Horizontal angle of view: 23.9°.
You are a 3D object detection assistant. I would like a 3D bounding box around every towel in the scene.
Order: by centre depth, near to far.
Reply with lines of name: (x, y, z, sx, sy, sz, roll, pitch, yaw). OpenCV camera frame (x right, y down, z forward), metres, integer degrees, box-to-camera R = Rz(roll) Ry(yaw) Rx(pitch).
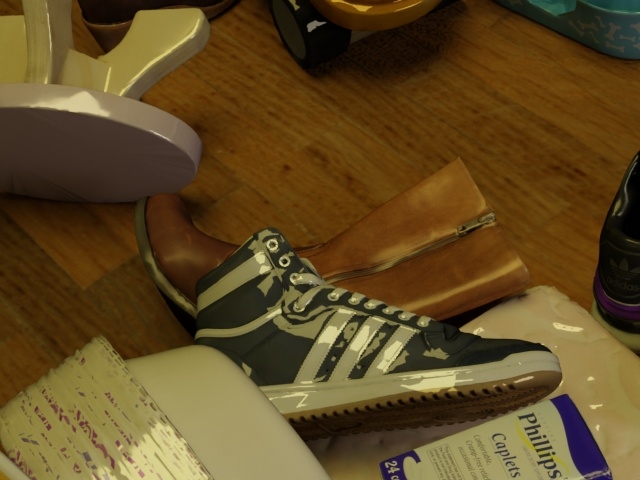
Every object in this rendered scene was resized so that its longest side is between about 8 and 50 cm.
towel: (0.149, 0.200, 1.104, 0.317, 0.053, 0.332, -31, 46, -16)

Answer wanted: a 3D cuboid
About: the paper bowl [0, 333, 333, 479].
paper bowl: (-0.071, 0.183, 0.979, 0.148, 0.284, 0.284, -38, 48, -11)

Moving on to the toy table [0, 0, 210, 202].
toy table: (-0.234, -0.144, 1.434, 0.274, 0.252, 0.160, 7, 64, 6)

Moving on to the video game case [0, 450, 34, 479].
video game case: (-0.161, 0.260, 0.800, 0.227, 0.026, 0.206, 40, 80, 4)

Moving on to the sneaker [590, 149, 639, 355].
sneaker: (0.315, -0.050, 1.246, 0.102, 0.146, 0.293, 18, 53, 29)

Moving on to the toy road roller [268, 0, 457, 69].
toy road roller: (0.016, -0.359, 1.514, 0.203, 0.240, 0.329, -26, 74, -12)

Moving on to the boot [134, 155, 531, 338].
boot: (0.000, 0.000, 1.274, 0.280, 0.096, 0.264, -31, 46, -1)

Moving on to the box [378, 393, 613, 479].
box: (0.121, 0.187, 0.995, 0.137, 0.126, 0.072, -20, 42, -5)

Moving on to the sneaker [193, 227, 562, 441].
sneaker: (0.033, 0.063, 1.134, 0.282, 0.099, 0.153, -9, 69, 11)

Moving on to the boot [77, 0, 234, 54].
boot: (-0.166, -0.322, 1.596, 0.090, 0.207, 0.248, 22, 54, 31)

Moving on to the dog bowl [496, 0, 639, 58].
dog bowl: (0.276, -0.277, 1.538, 0.166, 0.074, 0.297, -37, 48, -23)
